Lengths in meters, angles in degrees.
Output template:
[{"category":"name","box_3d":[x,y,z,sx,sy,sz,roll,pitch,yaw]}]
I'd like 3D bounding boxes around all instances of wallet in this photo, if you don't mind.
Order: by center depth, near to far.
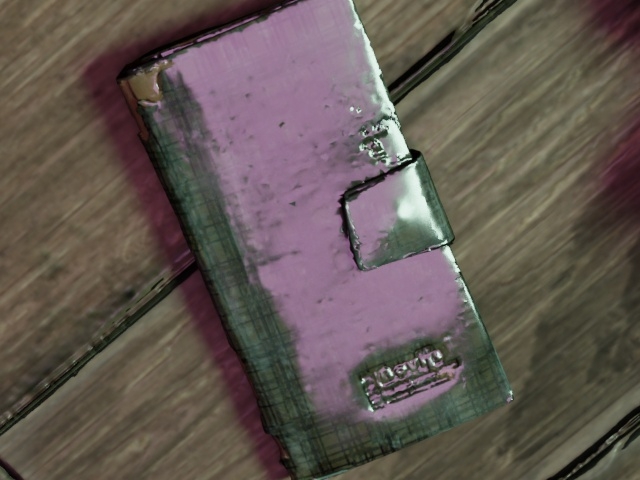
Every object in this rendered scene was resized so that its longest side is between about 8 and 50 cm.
[{"category":"wallet","box_3d":[0.000,0.000,1.137,0.169,0.044,0.317,-22,105,1]}]
